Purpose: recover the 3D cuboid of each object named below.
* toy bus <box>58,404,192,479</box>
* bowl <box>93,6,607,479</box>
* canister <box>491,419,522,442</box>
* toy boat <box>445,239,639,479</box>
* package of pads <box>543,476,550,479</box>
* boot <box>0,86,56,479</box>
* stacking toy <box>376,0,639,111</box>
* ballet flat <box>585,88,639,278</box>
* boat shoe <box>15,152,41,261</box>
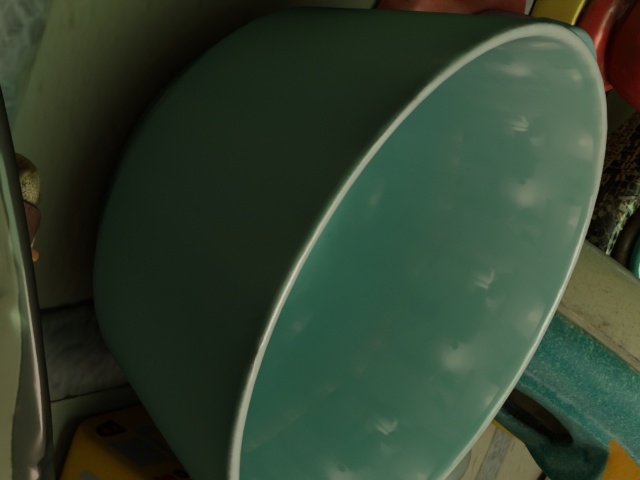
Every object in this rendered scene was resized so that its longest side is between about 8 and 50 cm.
[{"bbox_3d":[-0.118,0.271,1.019,0.108,0.130,0.333,-10,124,-56],"label":"toy bus"},{"bbox_3d":[0.000,0.000,0.923,0.311,0.163,0.312,-38,145,-33],"label":"bowl"},{"bbox_3d":[0.215,0.095,1.449,0.170,0.073,0.126,-59,151,1],"label":"canister"},{"bbox_3d":[0.145,0.110,1.184,0.148,0.267,0.318,-56,-167,-17],"label":"toy boat"},{"bbox_3d":[0.326,0.204,1.696,0.297,0.101,0.229,-56,152,-8],"label":"package of pads"},{"bbox_3d":[-0.226,0.111,0.546,0.284,0.138,0.378,-7,116,-17],"label":"boot"},{"bbox_3d":[0.173,-0.161,1.086,0.309,0.130,0.280,-31,141,-42],"label":"stacking toy"},{"bbox_3d":[0.335,-0.134,1.313,0.483,0.182,0.164,-41,130,-11],"label":"ballet flat"},{"bbox_3d":[-0.157,0.000,0.688,0.123,0.123,0.342,-32,134,-38],"label":"boat shoe"}]
